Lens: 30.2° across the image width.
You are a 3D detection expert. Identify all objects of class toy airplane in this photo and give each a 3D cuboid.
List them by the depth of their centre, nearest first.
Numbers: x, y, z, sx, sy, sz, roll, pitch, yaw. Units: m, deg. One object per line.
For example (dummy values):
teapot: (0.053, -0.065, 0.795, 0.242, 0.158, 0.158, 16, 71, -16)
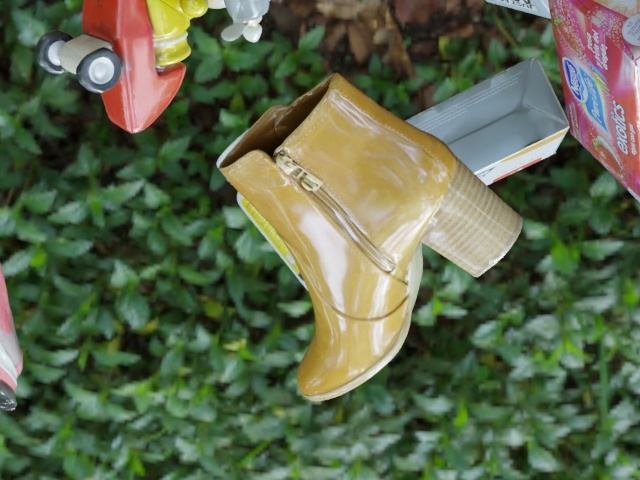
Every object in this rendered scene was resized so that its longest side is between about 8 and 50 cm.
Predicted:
toy airplane: (-0.216, -0.389, 1.601, 0.272, 0.386, 0.384, -4, 156, -40)

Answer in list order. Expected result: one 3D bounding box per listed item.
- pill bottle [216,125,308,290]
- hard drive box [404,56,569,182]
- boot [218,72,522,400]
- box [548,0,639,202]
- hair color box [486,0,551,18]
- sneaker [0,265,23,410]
pill bottle: (-0.032, -0.048, 1.520, 0.208, 0.119, 0.119, 51, 132, 5)
hard drive box: (0.184, -0.117, 1.386, 0.181, 0.089, 0.232, -26, 175, 6)
boot: (0.000, 0.000, 0.980, 0.211, 0.104, 0.295, 34, 130, -13)
box: (0.299, -0.159, 1.070, 0.128, 0.123, 0.257, -35, 148, -2)
hair color box: (0.191, -0.428, 1.307, 0.113, 0.185, 0.374, 26, 173, 39)
sneaker: (-0.219, 0.005, 0.684, 0.115, 0.136, 0.314, 14, 157, 1)
